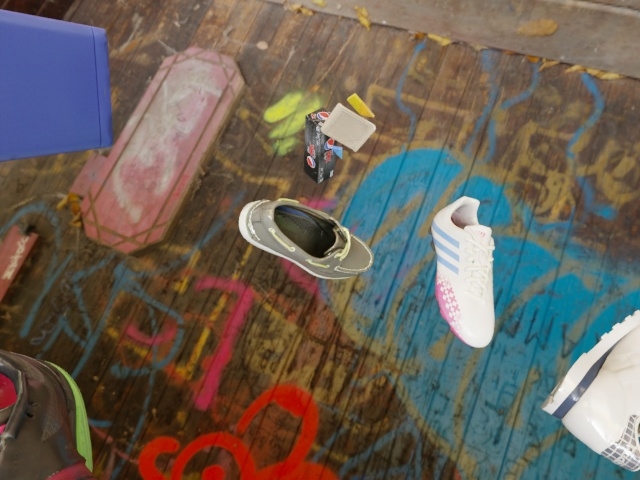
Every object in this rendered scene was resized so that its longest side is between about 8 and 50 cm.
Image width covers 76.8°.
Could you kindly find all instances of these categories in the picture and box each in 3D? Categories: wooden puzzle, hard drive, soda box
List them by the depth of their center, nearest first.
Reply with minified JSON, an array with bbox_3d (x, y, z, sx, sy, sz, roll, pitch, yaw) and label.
[{"bbox_3d":[-0.464,-0.233,0.619,0.040,0.210,0.318,15,-157,16],"label":"hard drive"},{"bbox_3d":[0.046,-0.185,0.661,0.078,0.014,0.116,34,144,-19],"label":"wooden puzzle"},{"bbox_3d":[0.000,-0.213,0.926,0.060,0.053,0.169,45,152,25],"label":"soda box"}]

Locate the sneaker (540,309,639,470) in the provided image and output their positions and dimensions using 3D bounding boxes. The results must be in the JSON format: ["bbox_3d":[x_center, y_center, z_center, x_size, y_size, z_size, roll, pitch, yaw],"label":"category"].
[{"bbox_3d":[0.355,0.159,0.463,0.095,0.235,0.090,40,143,38],"label":"sneaker"}]

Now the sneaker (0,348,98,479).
[{"bbox_3d":[-0.262,0.253,0.340,0.482,0.185,0.202,27,151,32],"label":"sneaker"}]

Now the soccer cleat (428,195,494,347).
[{"bbox_3d":[0.314,0.053,0.863,0.116,0.331,0.143,9,146,-20],"label":"soccer cleat"}]

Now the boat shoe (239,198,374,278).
[{"bbox_3d":[-0.001,0.004,0.758,0.305,0.109,0.091,22,162,-36],"label":"boat shoe"}]
